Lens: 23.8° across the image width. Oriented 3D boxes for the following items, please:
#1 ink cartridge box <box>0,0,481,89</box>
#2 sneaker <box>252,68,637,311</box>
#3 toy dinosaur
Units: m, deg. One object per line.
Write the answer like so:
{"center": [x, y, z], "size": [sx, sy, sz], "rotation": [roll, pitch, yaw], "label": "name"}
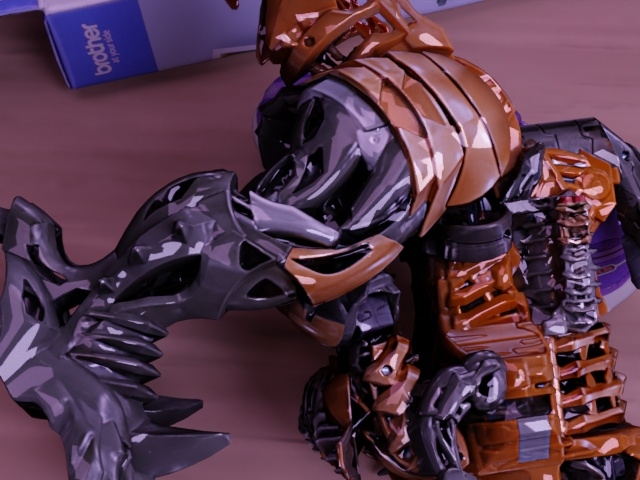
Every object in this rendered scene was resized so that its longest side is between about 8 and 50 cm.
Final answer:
{"center": [-0.026, -0.174, 0.683], "size": [0.311, 0.065, 0.185], "rotation": [-11, 57, -4], "label": "ink cartridge box"}
{"center": [0.052, -0.034, 0.587], "size": [0.170, 0.071, 0.068], "rotation": [23, 65, 19], "label": "sneaker"}
{"center": [0.000, 0.000, 0.511], "size": [0.218, 0.164, 0.322], "rotation": [-30, 71, -7], "label": "toy dinosaur"}
